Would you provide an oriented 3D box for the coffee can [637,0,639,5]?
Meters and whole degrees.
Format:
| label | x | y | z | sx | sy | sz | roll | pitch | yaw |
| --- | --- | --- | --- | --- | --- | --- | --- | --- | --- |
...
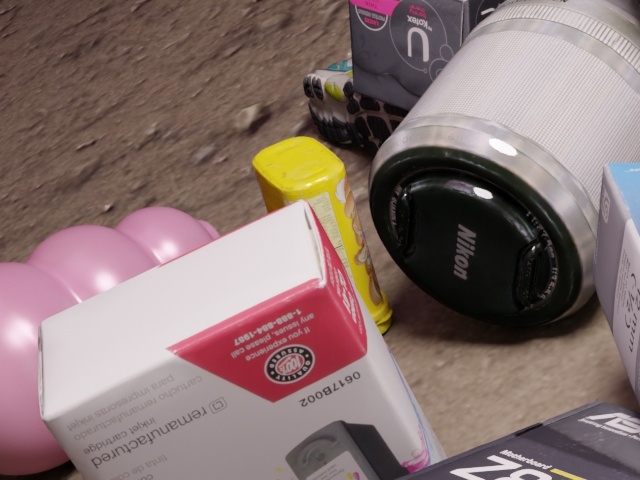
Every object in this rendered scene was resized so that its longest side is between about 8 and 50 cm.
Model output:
| label | x | y | z | sx | sy | sz | roll | pitch | yaw |
| --- | --- | --- | --- | --- | --- | --- | --- | --- | --- |
| coffee can | 0.372 | -0.200 | 1.502 | 0.201 | 0.275 | 0.201 | -24 | 5 | 2 |

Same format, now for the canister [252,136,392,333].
| label | x | y | z | sx | sy | sz | roll | pitch | yaw |
| --- | --- | --- | --- | --- | --- | --- | --- | --- | --- |
| canister | 0.000 | 0.000 | 1.676 | 0.073 | 0.170 | 0.126 | -23 | 27 | -13 |

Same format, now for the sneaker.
| label | x | y | z | sx | sy | sz | roll | pitch | yaw |
| --- | --- | --- | --- | --- | --- | --- | --- | --- | --- |
| sneaker | 0.078 | -0.156 | 1.951 | 0.110 | 0.107 | 0.275 | -28 | 27 | -17 |

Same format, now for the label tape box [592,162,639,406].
| label | x | y | z | sx | sy | sz | roll | pitch | yaw |
| --- | --- | --- | --- | --- | --- | --- | --- | --- | --- |
| label tape box | 0.340 | 0.070 | 1.224 | 0.249 | 0.115 | 0.348 | 0 | 31 | -4 |

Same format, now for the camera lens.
| label | x | y | z | sx | sy | sz | roll | pitch | yaw |
| --- | --- | --- | --- | --- | --- | --- | --- | --- | --- |
| camera lens | 0.187 | -0.076 | 1.586 | 0.219 | 0.219 | 0.274 | -1 | 39 | 41 |

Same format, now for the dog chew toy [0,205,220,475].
| label | x | y | z | sx | sy | sz | roll | pitch | yaw |
| --- | --- | --- | --- | --- | --- | --- | --- | --- | --- |
| dog chew toy | -0.232 | 0.080 | 1.754 | 0.332 | 0.207 | 0.206 | -35 | 28 | -26 |

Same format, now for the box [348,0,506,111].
| label | x | y | z | sx | sy | sz | roll | pitch | yaw |
| --- | --- | --- | --- | --- | --- | --- | --- | --- | --- |
| box | 0.177 | -0.236 | 1.829 | 0.165 | 0.143 | 0.270 | 22 | 37 | 40 |

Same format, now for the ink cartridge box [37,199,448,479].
| label | x | y | z | sx | sy | sz | roll | pitch | yaw |
| --- | --- | --- | --- | --- | --- | --- | --- | --- | --- |
| ink cartridge box | -0.038 | 0.156 | 1.322 | 0.226 | 0.306 | 0.131 | -27 | 29 | 5 |

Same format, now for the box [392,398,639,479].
| label | x | y | z | sx | sy | sz | roll | pitch | yaw |
| --- | --- | --- | --- | --- | --- | --- | --- | --- | --- |
| box | 0.196 | 0.227 | 1.104 | 0.318 | 0.097 | 0.395 | -15 | 18 | -32 |
